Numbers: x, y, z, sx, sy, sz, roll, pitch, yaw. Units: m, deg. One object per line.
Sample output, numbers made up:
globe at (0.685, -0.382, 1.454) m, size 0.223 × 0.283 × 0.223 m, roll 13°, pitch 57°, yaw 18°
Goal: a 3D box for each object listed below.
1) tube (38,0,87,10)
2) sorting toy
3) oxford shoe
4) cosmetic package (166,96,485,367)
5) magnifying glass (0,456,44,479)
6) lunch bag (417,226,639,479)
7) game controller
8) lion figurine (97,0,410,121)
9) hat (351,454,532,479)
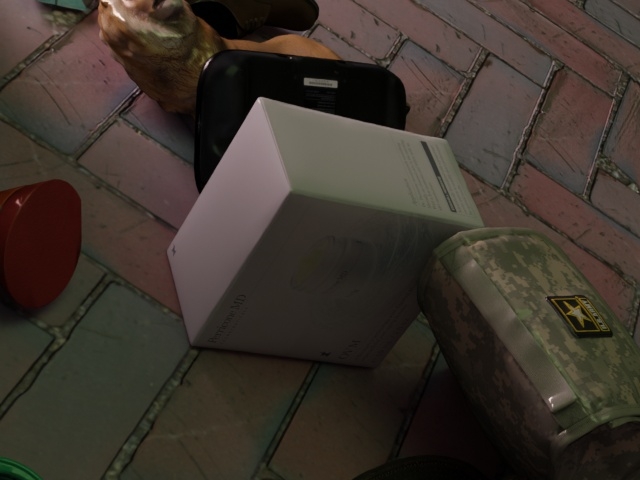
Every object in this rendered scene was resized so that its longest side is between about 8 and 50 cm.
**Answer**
tube at (-0.343, -0.359, 1.677) m, size 0.080 × 0.052 × 0.207 m, roll 1°, pitch 52°, yaw -38°
sorting toy at (-0.359, 0.041, 1.192) m, size 0.126 × 0.127 × 0.365 m, roll 15°, pitch 32°, yaw 24°
oxford shoe at (-0.099, -0.290, 1.778) m, size 0.227 × 0.083 × 0.096 m, roll 6°, pitch 64°, yaw -33°
cosmetic package at (0.000, 0.000, 1.387) m, size 0.225 × 0.224 × 0.138 m, roll 10°, pitch 42°, yaw -29°
magnifying glass at (-0.210, 0.262, 1.100) m, size 0.231 × 0.026 × 0.092 m, roll 43°, pitch 36°, yaw 14°
lunch bag at (0.220, 0.127, 1.364) m, size 0.235 × 0.169 × 0.287 m, roll 57°, pitch 1°, yaw 28°
game controller at (-0.013, -0.117, 1.516) m, size 0.319 × 0.067 × 0.166 m, roll -2°, pitch 87°, yaw -48°
lion figurine at (-0.077, -0.197, 1.654) m, size 0.392 × 0.142 × 0.240 m, roll 7°, pitch 35°, yaw -53°
hat at (0.158, 0.302, 1.252) m, size 0.331 × 0.134 × 0.331 m, roll 21°, pitch 39°, yaw -17°
